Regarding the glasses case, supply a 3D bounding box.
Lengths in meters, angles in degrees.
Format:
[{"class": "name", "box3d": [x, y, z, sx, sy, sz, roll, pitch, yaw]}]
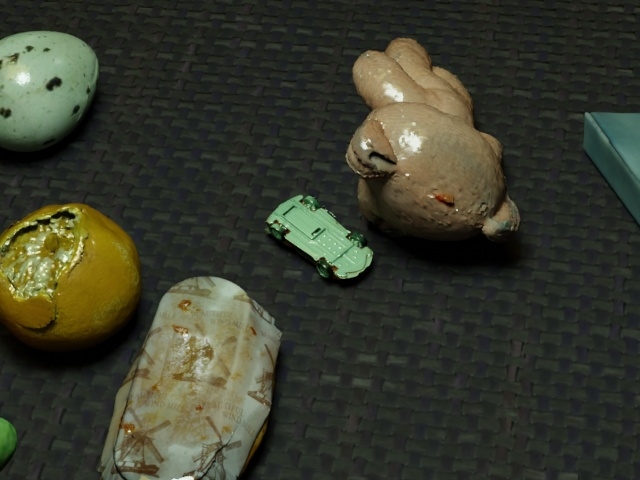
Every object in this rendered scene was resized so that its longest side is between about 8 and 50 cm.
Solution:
[{"class": "glasses case", "box3d": [0.361, -0.027, 1.515, 0.105, 0.056, 0.266, -1, 43, -28]}]

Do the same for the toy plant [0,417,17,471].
[{"class": "toy plant", "box3d": [-0.404, 0.211, 1.265, 0.356, 0.317, 0.210, 9, 28, 30]}]

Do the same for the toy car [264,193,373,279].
[{"class": "toy car", "box3d": [0.000, 0.000, 1.529, 0.122, 0.035, 0.059, 39, 61, 23]}]

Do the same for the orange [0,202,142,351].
[{"class": "orange", "box3d": [-0.250, 0.032, 1.460, 0.155, 0.134, 0.154, -2, 41, 2]}]

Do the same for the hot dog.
[{"class": "hot dog", "box3d": [-0.115, 0.147, 1.384, 0.144, 0.075, 0.268, 11, 47, 9]}]

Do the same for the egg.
[{"class": "egg", "box3d": [-0.316, -0.170, 1.652, 0.131, 0.131, 0.164, 21, 41, 23]}]

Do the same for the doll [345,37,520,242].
[{"class": "doll", "box3d": [0.096, -0.097, 1.556, 0.201, 0.156, 0.303, 32, 24, -17]}]
